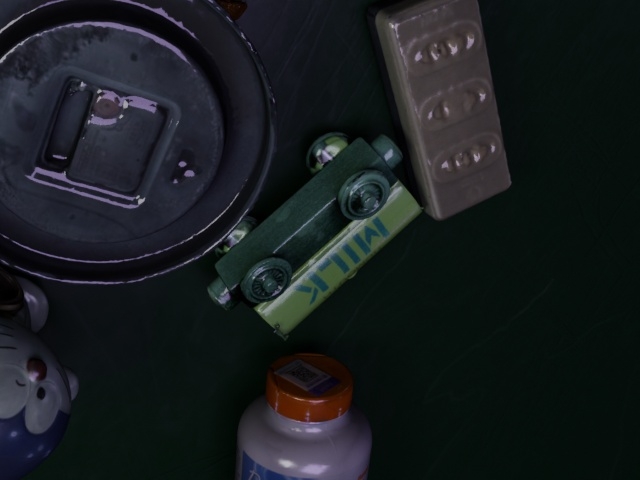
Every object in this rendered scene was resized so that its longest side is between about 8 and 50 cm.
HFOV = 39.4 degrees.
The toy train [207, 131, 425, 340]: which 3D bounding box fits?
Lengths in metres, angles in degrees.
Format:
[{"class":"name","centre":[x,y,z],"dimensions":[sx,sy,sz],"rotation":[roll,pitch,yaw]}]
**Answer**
[{"class":"toy train","centre":[0.000,0.000,0.969],"dimensions":[0.253,0.105,0.157],"rotation":[-42,137,1]}]

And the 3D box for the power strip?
[{"class":"power strip","centre":[0.134,-0.143,0.963],"dimensions":[0.105,0.070,0.257],"rotation":[-24,123,-10]}]

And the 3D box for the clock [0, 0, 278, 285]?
[{"class":"clock","centre":[-0.199,-0.104,0.816],"dimensions":[0.318,0.066,0.319],"rotation":[-7,123,-10]}]

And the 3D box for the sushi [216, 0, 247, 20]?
[{"class":"sushi","centre":[-0.112,-0.226,0.834],"dimensions":[0.099,0.050,0.047],"rotation":[18,102,-42]}]

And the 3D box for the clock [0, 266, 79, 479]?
[{"class":"clock","centre":[-0.308,0.115,0.805],"dimensions":[0.199,0.243,0.146],"rotation":[32,102,-34]}]

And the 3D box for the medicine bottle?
[{"class":"medicine bottle","centre":[-0.023,0.279,1.054],"dimensions":[0.157,0.157,0.289],"rotation":[-5,116,-21]}]
